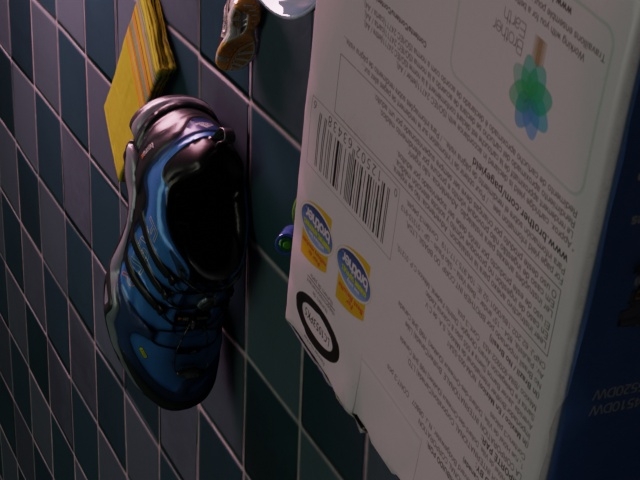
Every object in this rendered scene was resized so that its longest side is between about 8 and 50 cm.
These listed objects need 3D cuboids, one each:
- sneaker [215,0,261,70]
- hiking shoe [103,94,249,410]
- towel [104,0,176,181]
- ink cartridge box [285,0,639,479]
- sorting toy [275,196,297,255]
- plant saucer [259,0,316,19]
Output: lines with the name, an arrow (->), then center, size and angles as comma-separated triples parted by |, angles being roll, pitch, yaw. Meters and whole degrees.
sneaker -> -0.066, -0.176, 1.227 | 0.083, 0.031, 0.037 | 115, 153, -46
hiking shoe -> -0.126, 0.029, 1.330 | 0.132, 0.113, 0.304 | -137, 43, -57
towel -> -0.187, -0.156, 1.529 | 0.237, 0.021, 0.102 | 124, 138, -60
ink cartridge box -> 0.103, -0.006, 0.729 | 0.270, 0.151, 0.396 | -127, 36, -49
sorting toy -> 0.000, 0.000, 1.116 | 0.042, 0.061, 0.102 | -60, -22, -71
plant saucer -> -0.022, -0.312, 1.024 | 0.317, 0.043, 0.318 | 169, 90, -72
